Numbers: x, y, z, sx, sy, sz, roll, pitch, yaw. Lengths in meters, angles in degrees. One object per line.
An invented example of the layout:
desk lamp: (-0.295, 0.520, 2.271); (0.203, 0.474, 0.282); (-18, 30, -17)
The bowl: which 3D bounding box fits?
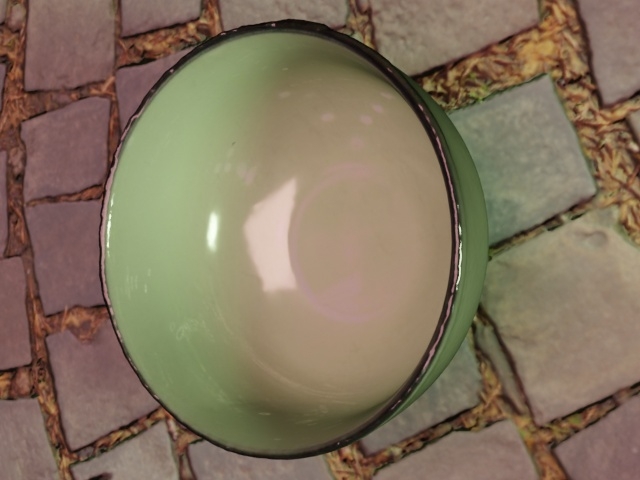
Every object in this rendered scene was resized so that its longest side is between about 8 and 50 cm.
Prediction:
bowl: (0.000, 0.000, 1.054); (0.354, 0.185, 0.353); (0, 89, 31)
